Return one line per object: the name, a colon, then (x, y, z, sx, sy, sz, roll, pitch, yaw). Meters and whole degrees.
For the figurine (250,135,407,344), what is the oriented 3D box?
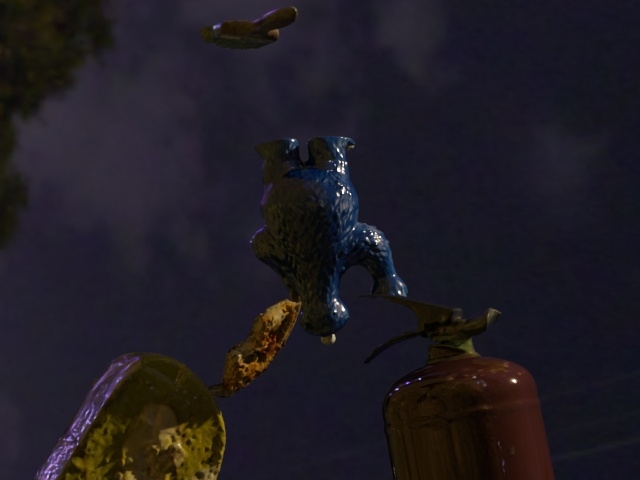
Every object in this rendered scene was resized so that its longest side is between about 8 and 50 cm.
figurine: (-0.008, -0.004, 1.938, 0.164, 0.121, 0.262, -20, -94, 11)

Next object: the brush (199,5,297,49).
brush: (-0.062, -0.213, 1.567, 0.196, 0.070, 0.021, 174, -78, -67)

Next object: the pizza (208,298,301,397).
pizza: (-0.041, 0.070, 1.023, 0.083, 0.037, 0.016, -49, -127, -5)

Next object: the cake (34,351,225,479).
cake: (-0.225, 0.272, 1.939, 0.260, 0.179, 0.156, -57, -162, -8)

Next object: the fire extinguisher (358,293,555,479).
fire extinguisher: (0.104, 0.193, 1.109, 0.135, 0.114, 0.337, -14, -99, 34)
